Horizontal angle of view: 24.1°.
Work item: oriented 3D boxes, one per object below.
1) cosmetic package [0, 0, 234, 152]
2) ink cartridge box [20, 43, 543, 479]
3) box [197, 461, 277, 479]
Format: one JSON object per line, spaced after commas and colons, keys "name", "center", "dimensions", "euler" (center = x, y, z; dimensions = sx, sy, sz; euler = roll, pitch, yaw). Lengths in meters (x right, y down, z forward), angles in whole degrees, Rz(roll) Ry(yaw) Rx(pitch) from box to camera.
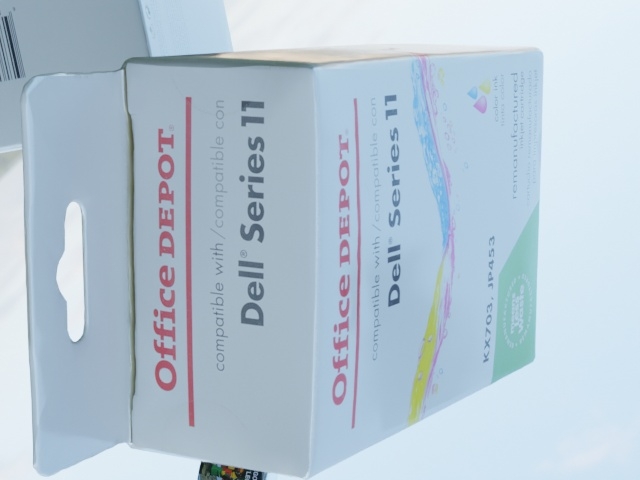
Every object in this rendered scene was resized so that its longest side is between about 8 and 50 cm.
{"name": "cosmetic package", "center": [-0.200, -0.142, 1.083], "dimensions": [0.224, 0.138, 0.224], "euler": [-9, -169, 12]}
{"name": "ink cartridge box", "center": [0.000, 0.000, 0.810], "dimensions": [0.119, 0.207, 0.353], "euler": [6, -169, 31]}
{"name": "box", "center": [-0.049, 0.136, 1.055], "dimensions": [0.233, 0.044, 0.159], "euler": [-62, 164, -82]}
